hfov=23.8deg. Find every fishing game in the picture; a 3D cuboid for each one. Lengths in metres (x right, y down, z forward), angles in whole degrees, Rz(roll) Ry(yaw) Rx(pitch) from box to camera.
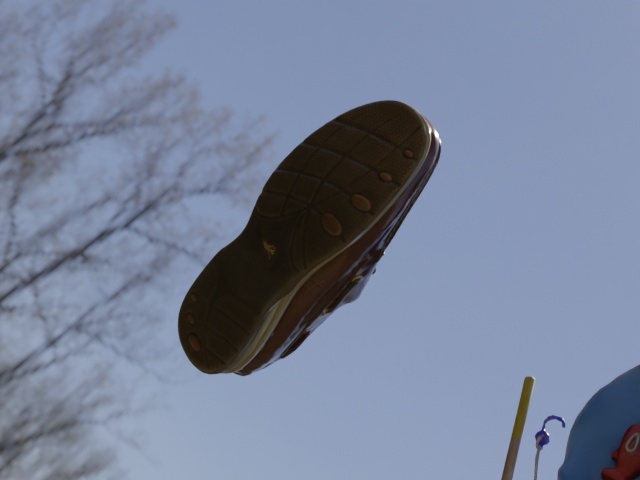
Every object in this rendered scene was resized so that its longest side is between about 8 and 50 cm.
[{"bbox_3d":[0.231,0.146,0.919,0.264,0.189,0.041,9,-23,29],"label":"fishing game"}]

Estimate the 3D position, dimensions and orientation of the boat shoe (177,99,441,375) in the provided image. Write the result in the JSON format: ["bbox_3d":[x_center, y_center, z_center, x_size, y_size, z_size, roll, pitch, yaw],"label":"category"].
[{"bbox_3d":[0.000,0.001,0.772,0.060,0.178,0.064,13,35,-50],"label":"boat shoe"}]
